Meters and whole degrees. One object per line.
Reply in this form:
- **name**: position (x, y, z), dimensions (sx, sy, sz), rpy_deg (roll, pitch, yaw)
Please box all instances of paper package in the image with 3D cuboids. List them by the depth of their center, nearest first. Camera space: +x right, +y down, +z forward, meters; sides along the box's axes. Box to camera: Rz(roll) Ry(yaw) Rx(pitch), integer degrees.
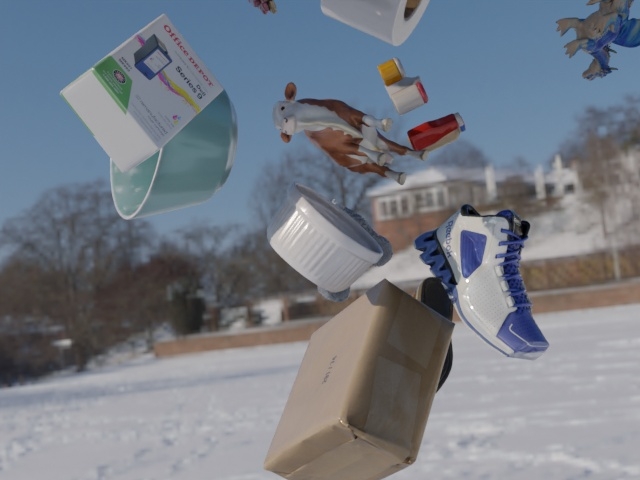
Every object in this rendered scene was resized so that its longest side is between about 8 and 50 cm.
- **paper package**: position (0.069, 0.282, 2.182), dimensions (0.168, 0.325, 0.309), rpy_deg (32, -38, -15)

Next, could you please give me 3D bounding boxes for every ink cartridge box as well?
- **ink cartridge box**: position (-0.266, -0.227, 1.803), dimensions (0.093, 0.154, 0.212), rpy_deg (-28, 15, 37)

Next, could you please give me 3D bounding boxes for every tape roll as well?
- **tape roll**: position (0.129, -0.539, 2.412), dimensions (0.169, 0.246, 0.246), rpy_deg (27, 4, 13)

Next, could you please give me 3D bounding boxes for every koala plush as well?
- **koala plush**: position (0.016, -0.008, 2.725), dimensions (0.196, 0.203, 0.221), rpy_deg (-40, 27, -6)

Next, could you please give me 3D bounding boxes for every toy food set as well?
- **toy food set**: position (0.187, -0.231, 2.072), dimensions (0.104, 0.111, 0.232), rpy_deg (-25, -43, 5)

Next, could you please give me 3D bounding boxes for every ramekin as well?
- **ramekin**: position (0.000, 0.000, 2.126), dimensions (0.109, 0.207, 0.207), rpy_deg (-51, -15, 10)

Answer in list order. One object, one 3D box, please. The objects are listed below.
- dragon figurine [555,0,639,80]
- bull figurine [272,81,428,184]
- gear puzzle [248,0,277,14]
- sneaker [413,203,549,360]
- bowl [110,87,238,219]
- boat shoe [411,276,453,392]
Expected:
- **dragon figurine**: position (0.496, -0.368, 1.984), dimensions (0.144, 0.085, 0.289), rpy_deg (-6, -23, -29)
- **bull figurine**: position (0.050, -0.175, 2.015), dimensions (0.188, 0.101, 0.310), rpy_deg (22, 2, 28)
- **gear puzzle**: position (-0.179, -0.538, 2.232), dimensions (0.044, 0.175, 0.339), rpy_deg (-26, 33, -10)
- **sneaker**: position (0.311, 0.048, 2.104), dimensions (0.127, 0.315, 0.182), rpy_deg (9, -52, -51)
- **bowl**: position (-0.257, -0.182, 2.139), dimensions (0.163, 0.311, 0.311), rpy_deg (7, -9, -27)
- **boat shoe**: position (0.211, 0.225, 2.461), dimensions (0.111, 0.307, 0.104), rpy_deg (26, -39, -7)
